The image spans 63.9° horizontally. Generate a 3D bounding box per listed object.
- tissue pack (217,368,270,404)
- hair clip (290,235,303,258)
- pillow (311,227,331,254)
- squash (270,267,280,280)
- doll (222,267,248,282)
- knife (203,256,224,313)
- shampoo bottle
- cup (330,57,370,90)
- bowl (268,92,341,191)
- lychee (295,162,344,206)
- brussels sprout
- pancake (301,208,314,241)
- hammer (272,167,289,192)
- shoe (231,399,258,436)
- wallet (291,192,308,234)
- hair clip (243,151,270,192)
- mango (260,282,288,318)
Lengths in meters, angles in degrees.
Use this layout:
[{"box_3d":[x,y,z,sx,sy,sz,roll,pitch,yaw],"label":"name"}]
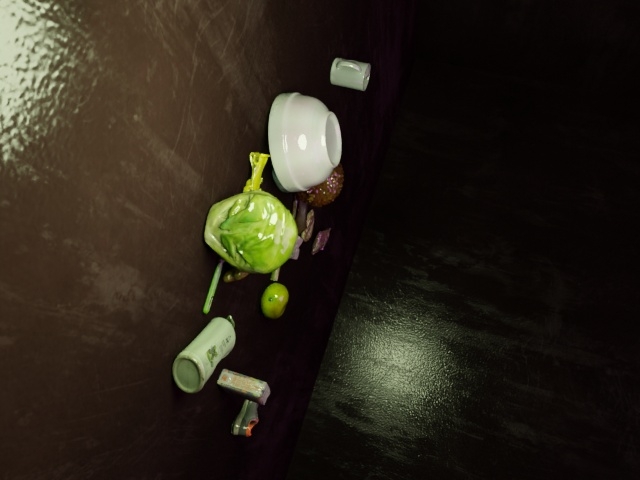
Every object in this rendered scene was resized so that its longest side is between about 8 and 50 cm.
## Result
[{"box_3d":[-0.240,0.463,1.618,0.109,0.148,0.060,86,22,-58],"label":"tissue pack"},{"box_3d":[-0.122,0.010,1.741,0.331,0.085,0.101,35,72,-78],"label":"hair clip"},{"box_3d":[0.000,0.000,2.371,0.118,0.043,0.185,-70,165,10],"label":"pillow"},{"box_3d":[-0.157,0.100,1.829,0.027,0.027,0.083,-5,110,-77],"label":"squash"},{"box_3d":[-0.200,0.041,1.449,0.137,0.097,0.209,-36,-173,39],"label":"doll"},{"box_3d":[-0.271,0.091,1.353,0.054,0.015,0.212,75,31,-81],"label":"knife"},{"box_3d":[-0.286,0.279,1.337,0.234,0.087,0.118,-52,152,-61],"label":"shampoo bottle"},{"box_3d":[0.111,-0.627,1.890,0.136,0.133,0.099,84,26,-59],"label":"cup"},{"box_3d":[-0.028,-0.286,1.489,0.287,0.143,0.287,-1,90,-71],"label":"bowl"},{"box_3d":[-0.012,-0.212,1.725,0.238,0.200,0.200,-80,175,-45],"label":"lychee"},{"box_3d":[-0.161,-0.018,1.233,0.161,0.223,0.223,-26,130,-68],"label":"brussels sprout"},{"box_3d":[-0.050,-0.061,2.118,0.139,0.022,0.140,16,90,-78],"label":"pancake"},{"box_3d":[-0.095,-0.253,1.605,0.116,0.069,0.194,63,38,-69],"label":"hammer"},{"box_3d":[-0.260,0.647,1.912,0.194,0.077,0.074,-58,159,-51],"label":"shoe"},{"box_3d":[-0.073,-0.138,1.908,0.137,0.031,0.255,-49,150,-57],"label":"wallet"},{"box_3d":[-0.179,-0.151,1.385,0.072,0.046,0.173,-26,128,-70],"label":"hair clip"},{"box_3d":[-0.161,0.222,1.812,0.163,0.089,0.117,93,18,-46],"label":"mango"}]
